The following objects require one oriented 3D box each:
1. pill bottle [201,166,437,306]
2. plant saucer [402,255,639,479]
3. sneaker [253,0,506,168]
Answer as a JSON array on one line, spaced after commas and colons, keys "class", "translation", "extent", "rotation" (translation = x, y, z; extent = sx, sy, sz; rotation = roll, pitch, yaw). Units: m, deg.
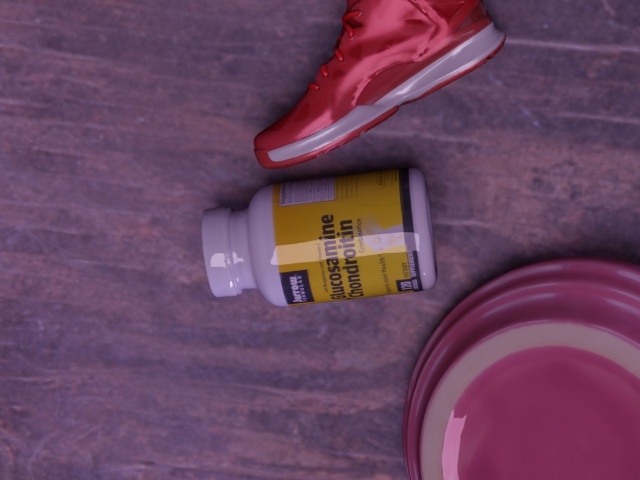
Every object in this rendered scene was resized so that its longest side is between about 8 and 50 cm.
[{"class": "pill bottle", "translation": [0.000, 0.000, 1.411], "extent": [0.184, 0.103, 0.103], "rotation": [-7, 111, 6]}, {"class": "plant saucer", "translation": [0.212, 0.181, 1.411], "extent": [0.332, 0.084, 0.332], "rotation": [5, 101, 26]}, {"class": "sneaker", "translation": [0.024, -0.156, 1.369], "extent": [0.221, 0.087, 0.128], "rotation": [-30, 99, 1]}]
